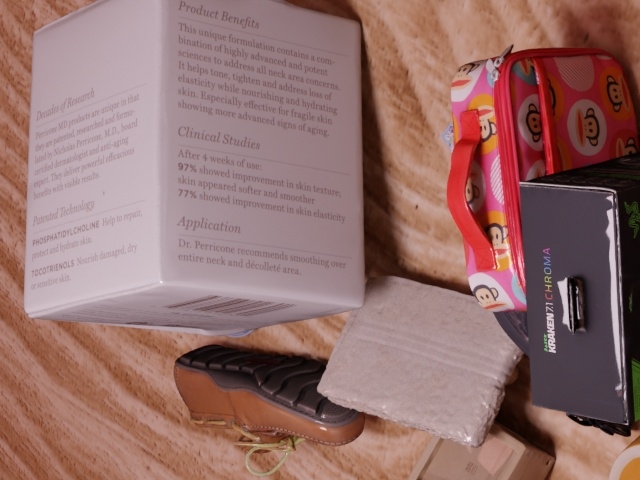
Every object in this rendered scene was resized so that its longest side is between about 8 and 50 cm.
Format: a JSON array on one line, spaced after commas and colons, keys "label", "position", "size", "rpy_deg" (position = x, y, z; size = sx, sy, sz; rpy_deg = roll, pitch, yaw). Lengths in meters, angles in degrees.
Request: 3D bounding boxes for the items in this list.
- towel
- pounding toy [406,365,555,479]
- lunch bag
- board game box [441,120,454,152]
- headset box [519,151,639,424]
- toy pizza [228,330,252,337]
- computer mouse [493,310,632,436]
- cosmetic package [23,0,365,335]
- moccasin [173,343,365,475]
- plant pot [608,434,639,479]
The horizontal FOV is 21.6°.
[{"label": "towel", "position": [0.133, 0.150, 2.141], "size": [0.282, 0.049, 0.187], "rpy_deg": [15, 74, 44]}, {"label": "pounding toy", "position": [0.205, 0.247, 2.135], "size": [0.181, 0.094, 0.206], "rpy_deg": [31, 92, 39]}, {"label": "lunch bag", "position": [0.240, -0.067, 1.862], "size": [0.120, 0.258, 0.293], "rpy_deg": [-8, 89, 48]}, {"label": "board game box", "position": [0.221, -0.102, 2.061], "size": [0.154, 0.026, 0.103], "rpy_deg": [58, 136, 20]}, {"label": "headset box", "position": [0.340, 0.040, 1.774], "size": [0.131, 0.283, 0.246], "rpy_deg": [8, 106, 47]}, {"label": "toy pizza", "position": [-0.137, 0.045, 2.502], "size": [0.201, 0.032, 0.201], "rpy_deg": [18, 115, 45]}, {"label": "computer mouse", "position": [0.261, 0.117, 1.976], "size": [0.072, 0.188, 0.272], "rpy_deg": [-33, 66, 14]}, {"label": "cosmetic package", "position": [-0.164, -0.096, 2.199], "size": [0.327, 0.329, 0.393], "rpy_deg": [-14, 72, 50]}, {"label": "moccasin", "position": [-0.076, 0.247, 2.412], "size": [0.380, 0.139, 0.147], "rpy_deg": [4, 110, 45]}, {"label": "plant pot", "position": [0.418, 0.256, 1.818], "size": [0.205, 0.188, 0.205], "rpy_deg": [16, 112, 45]}]
